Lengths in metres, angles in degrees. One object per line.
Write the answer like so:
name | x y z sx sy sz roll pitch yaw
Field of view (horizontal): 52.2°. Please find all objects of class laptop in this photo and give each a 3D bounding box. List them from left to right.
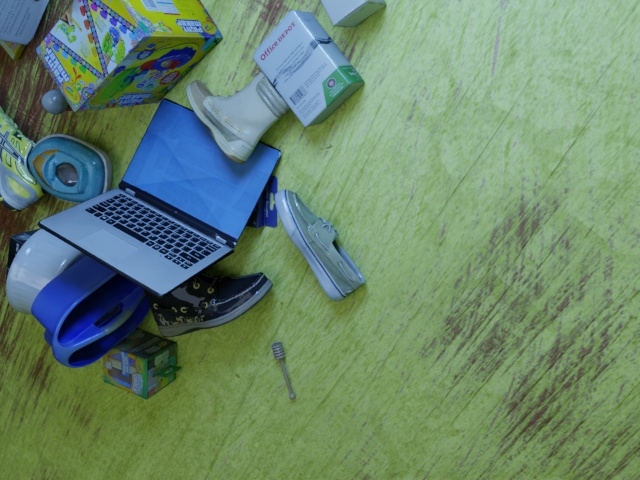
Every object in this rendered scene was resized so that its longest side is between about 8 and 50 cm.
laptop | -0.374 -0.122 1.547 0.382 0.408 0.236 26 124 20

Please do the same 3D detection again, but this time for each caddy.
caddy | -0.603 0.188 1.781 0.179 0.341 0.241 26 141 27

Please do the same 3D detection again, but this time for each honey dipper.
honey dipper | -0.096 0.349 1.733 0.030 0.030 0.161 -8 102 29

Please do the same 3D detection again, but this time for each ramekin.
ramekin | -0.740 0.102 1.864 0.135 0.277 0.277 22 113 12

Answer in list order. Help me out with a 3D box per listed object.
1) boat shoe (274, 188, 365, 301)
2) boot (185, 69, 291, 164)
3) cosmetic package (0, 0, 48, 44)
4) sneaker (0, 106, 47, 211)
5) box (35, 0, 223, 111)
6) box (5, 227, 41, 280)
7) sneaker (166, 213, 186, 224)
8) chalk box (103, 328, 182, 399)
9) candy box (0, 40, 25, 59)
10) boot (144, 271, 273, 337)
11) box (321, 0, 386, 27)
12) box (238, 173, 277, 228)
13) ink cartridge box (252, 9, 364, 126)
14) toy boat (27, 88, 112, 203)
boat shoe | 0.000 0.000 1.553 0.094 0.109 0.302 -30 98 16
boot | -0.195 -0.338 1.551 0.203 0.095 0.262 -44 62 18
cosmetic package | -0.922 -0.761 1.655 0.393 0.327 0.329 41 110 12
sneaker | -0.918 -0.283 1.943 0.147 0.145 0.385 -23 91 1
box | -0.441 -0.462 1.530 0.279 0.290 0.177 -33 88 31
box | -0.827 0.046 1.939 0.077 0.180 0.147 26 115 19
sneaker | -0.400 -0.001 1.770 0.086 0.064 0.192 29 115 19
chalk box | -0.503 0.359 1.888 0.213 0.132 0.132 16 111 24
candy box | -0.853 -0.625 1.851 0.105 0.027 0.206 49 119 6
boot | -0.335 0.083 1.686 0.377 0.138 0.284 -19 108 31
box | 0.021 -0.588 1.358 0.094 0.113 0.275 -26 90 32
box | -0.213 -0.109 1.660 0.225 0.036 0.136 9 108 24
ink cartridge box | -0.029 -0.382 1.454 0.153 0.087 0.208 -38 86 31
toy boat | -0.704 -0.258 1.801 0.267 0.148 0.318 13 108 17
